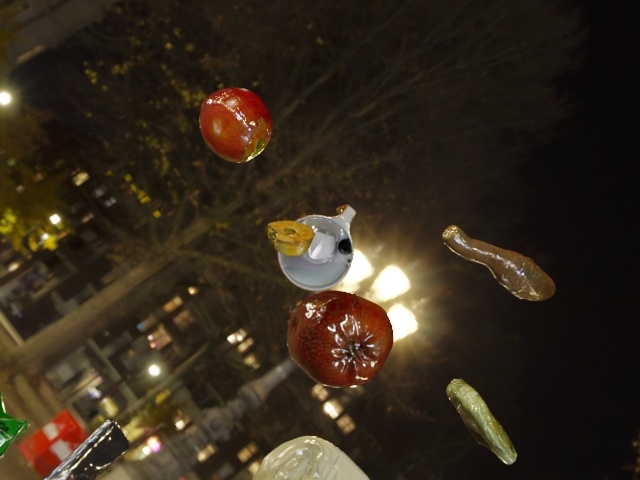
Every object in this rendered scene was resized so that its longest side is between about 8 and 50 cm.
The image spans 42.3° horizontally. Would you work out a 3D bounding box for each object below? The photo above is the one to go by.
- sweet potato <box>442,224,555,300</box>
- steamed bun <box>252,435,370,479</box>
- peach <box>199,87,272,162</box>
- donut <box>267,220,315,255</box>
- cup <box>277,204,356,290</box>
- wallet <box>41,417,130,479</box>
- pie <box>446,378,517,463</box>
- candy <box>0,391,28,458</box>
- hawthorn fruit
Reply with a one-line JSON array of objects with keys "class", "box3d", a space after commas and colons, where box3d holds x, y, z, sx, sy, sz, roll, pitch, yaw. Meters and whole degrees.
[{"class": "sweet potato", "box3d": [0.482, 0.069, 2.158, 0.385, 0.109, 0.109, 27, -6, -27]}, {"class": "steamed bun", "box3d": [-0.041, 0.609, 1.684, 0.247, 0.339, 0.352, -21, -66, 46]}, {"class": "peach", "box3d": [-0.218, -0.298, 2.083, 0.197, 0.197, 0.197, 46, -20, 21]}, {"class": "donut", "box3d": [-0.062, -0.005, 1.748, 0.108, 0.097, 0.043, -114, -150, -58]}, {"class": "cup", "box3d": [0.000, 0.000, 2.053, 0.182, 0.226, 0.264, 41, 4, -7]}, {"class": "wallet", "box3d": [-0.496, 0.469, 1.669, 0.025, 0.244, 0.124, 37, -24, 29]}, {"class": "pie", "box3d": [0.438, 0.485, 2.226, 0.277, 0.078, 0.277, 52, -5, 6]}, {"class": "candy", "box3d": [-0.632, 0.352, 1.547, 0.203, 0.141, 0.078, 15, -51, 48]}, {"class": "hawthorn fruit", "box3d": [0.039, 0.265, 2.247, 0.300, 0.275, 0.275, -2, -56, 51]}]
